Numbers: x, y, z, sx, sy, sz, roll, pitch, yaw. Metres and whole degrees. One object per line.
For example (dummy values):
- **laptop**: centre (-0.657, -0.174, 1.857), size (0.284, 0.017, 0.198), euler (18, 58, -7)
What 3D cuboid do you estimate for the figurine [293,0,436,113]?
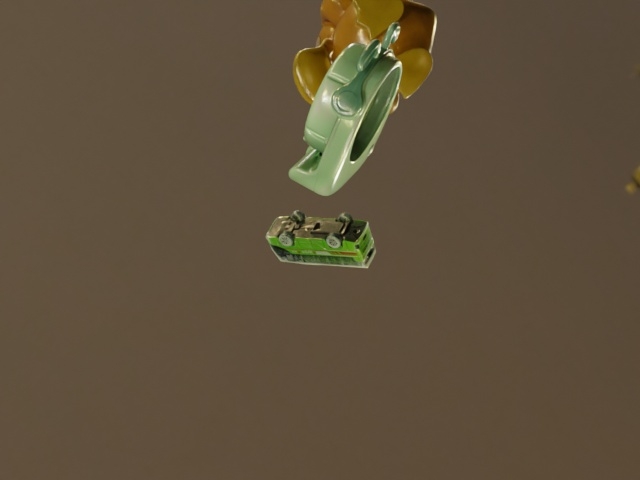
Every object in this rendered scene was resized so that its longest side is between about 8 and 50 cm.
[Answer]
- **figurine**: centre (0.072, -0.290, 2.140), size (0.215, 0.228, 0.215), euler (19, -117, -42)

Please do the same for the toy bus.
- **toy bus**: centre (0.000, 0.000, 1.117), size (0.031, 0.083, 0.037), euler (-61, -38, -40)

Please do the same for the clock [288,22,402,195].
- **clock**: centre (0.036, -0.151, 1.542), size (0.060, 0.188, 0.148), euler (28, -149, 11)
